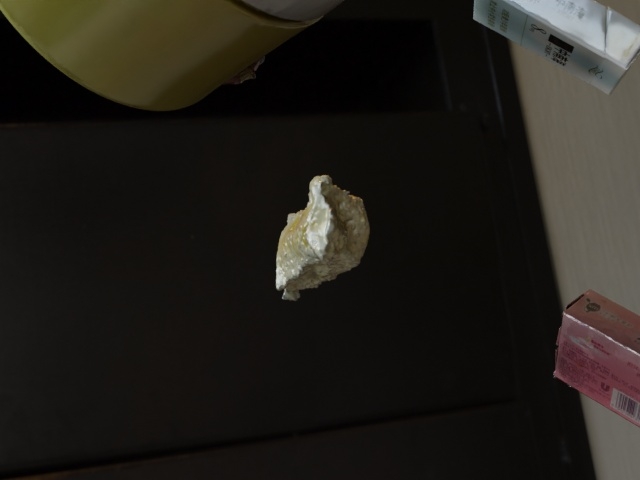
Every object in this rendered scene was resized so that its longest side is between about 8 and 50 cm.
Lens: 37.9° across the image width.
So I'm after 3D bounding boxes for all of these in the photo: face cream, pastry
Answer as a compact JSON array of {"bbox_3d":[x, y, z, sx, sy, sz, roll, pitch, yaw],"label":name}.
[{"bbox_3d":[-0.083,-0.214,0.575,0.179,0.218,0.218,-27,-21,34],"label":"face cream"},{"bbox_3d":[-0.001,-0.006,1.237,0.089,0.122,0.258,-4,-14,-19],"label":"pastry"}]

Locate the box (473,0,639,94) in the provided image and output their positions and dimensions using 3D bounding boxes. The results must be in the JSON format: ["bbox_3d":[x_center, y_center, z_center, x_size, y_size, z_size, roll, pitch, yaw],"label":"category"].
[{"bbox_3d":[0.339,-0.310,1.337,0.243,0.067,0.155,32,2,9],"label":"box"}]

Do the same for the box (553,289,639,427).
[{"bbox_3d":[0.341,0.137,1.049,0.060,0.156,0.111,-34,-42,-30],"label":"box"}]

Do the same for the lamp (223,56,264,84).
[{"bbox_3d":[-0.141,-0.270,0.988,0.151,0.223,0.215,-34,-53,23],"label":"lamp"}]
